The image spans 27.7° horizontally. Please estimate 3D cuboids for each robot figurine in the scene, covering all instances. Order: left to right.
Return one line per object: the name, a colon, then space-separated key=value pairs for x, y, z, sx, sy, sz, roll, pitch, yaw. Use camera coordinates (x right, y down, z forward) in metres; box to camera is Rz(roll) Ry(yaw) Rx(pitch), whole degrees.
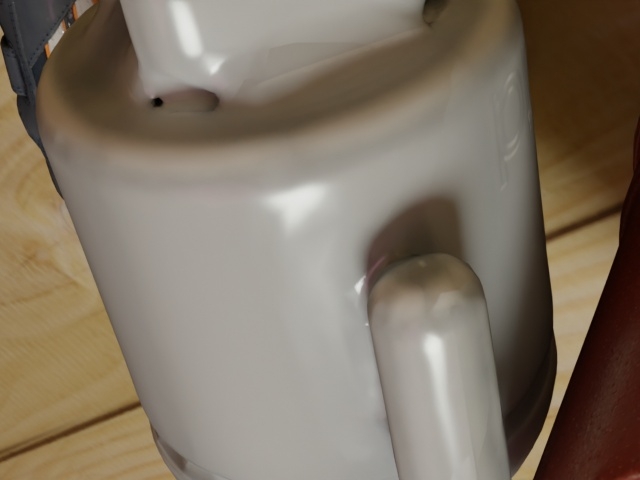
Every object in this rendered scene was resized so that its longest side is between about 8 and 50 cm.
robot figurine: x=0.000 y=0.000 z=0.580 sx=0.300 sy=0.200 sz=0.353 roll=-119 pitch=13 yaw=-51

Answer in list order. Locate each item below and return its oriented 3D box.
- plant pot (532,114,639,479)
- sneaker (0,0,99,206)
plant pot: x=0.222 y=0.073 z=0.551 sx=0.272 sy=0.265 sz=0.272 roll=22 pitch=143 yaw=18
sneaker: x=-0.120 y=-0.149 z=0.700 sx=0.127 sy=0.126 sz=0.321 roll=27 pitch=133 yaw=5
